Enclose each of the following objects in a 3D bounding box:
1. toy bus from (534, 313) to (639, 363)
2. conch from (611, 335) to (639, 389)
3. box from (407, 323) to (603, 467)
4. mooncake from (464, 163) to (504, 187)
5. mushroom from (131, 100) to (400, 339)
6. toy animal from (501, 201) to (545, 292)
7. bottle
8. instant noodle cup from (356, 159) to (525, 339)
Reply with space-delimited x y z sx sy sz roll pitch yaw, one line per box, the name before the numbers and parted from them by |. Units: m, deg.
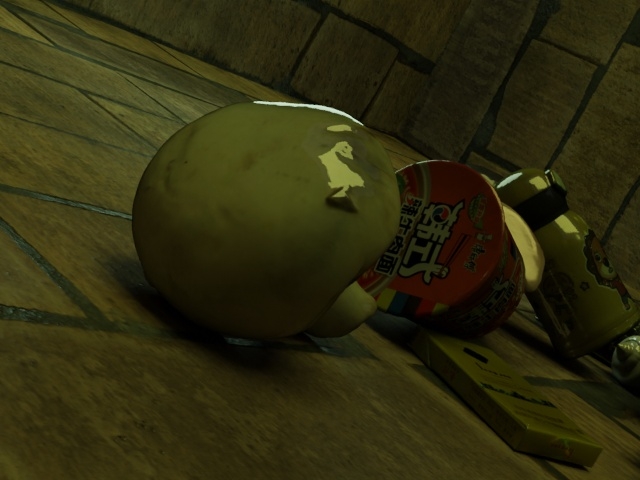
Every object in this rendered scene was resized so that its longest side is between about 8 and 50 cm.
toy bus | 0.592 0.192 2.346 0.302 0.113 0.139 34 12 16
conch | 0.621 0.245 2.214 0.176 0.104 0.094 25 39 -33
box | 0.250 0.211 1.598 0.153 0.041 0.279 19 14 -35
mooncake | 0.294 -0.029 2.293 0.133 0.244 0.245 29 11 19
mushroom | -0.046 0.009 1.368 0.314 0.314 0.336 38 -15 40
toy animal | 0.272 0.045 1.993 0.195 0.256 0.212 1 62 -17
bottle | 0.433 0.032 2.122 0.351 0.172 0.171 60 12 -1
instant noodle cup | 0.187 0.031 1.750 0.250 0.250 0.192 36 -3 36
